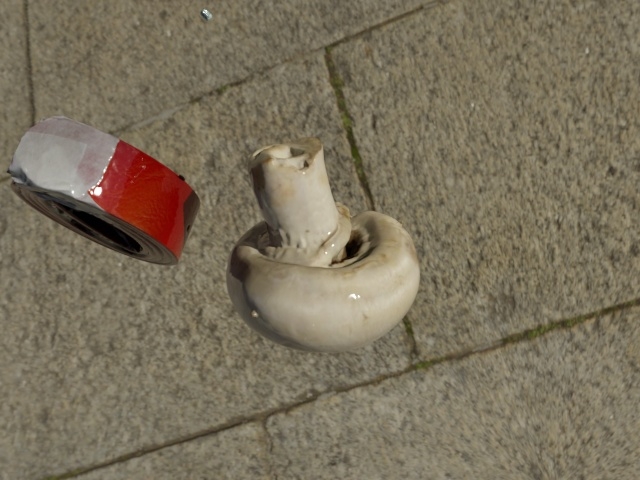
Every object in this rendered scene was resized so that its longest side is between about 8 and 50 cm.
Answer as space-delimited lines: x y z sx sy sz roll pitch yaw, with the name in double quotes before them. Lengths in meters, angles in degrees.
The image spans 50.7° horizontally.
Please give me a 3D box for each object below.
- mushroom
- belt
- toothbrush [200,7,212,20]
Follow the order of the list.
"mushroom" 0.000 0.000 0.968 0.292 0.290 0.292 -4 26 2
"belt" -0.316 -0.068 1.019 0.227 0.324 0.115 10 72 22
"toothbrush" -0.209 -0.409 1.220 0.016 0.019 0.219 -45 21 7
